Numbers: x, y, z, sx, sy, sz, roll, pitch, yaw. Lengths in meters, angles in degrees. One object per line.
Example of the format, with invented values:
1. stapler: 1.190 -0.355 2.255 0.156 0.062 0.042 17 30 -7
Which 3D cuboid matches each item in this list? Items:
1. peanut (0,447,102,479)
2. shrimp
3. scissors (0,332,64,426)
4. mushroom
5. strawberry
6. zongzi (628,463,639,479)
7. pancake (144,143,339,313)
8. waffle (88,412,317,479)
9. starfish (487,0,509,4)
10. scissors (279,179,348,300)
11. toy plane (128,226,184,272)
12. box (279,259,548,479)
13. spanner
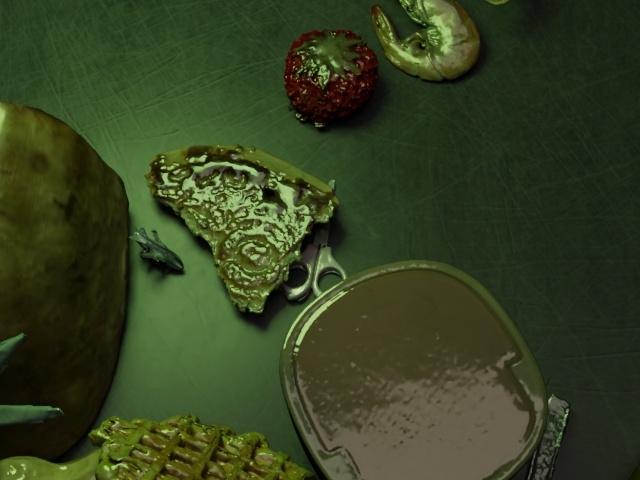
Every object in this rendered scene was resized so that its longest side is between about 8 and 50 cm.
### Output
1. peanut: -0.314 0.302 1.331 0.275 0.111 0.125 -15 99 -9
2. shrimp: 0.135 -0.325 1.670 0.133 0.053 0.236 -42 74 4
3. scissors: -0.456 0.210 1.291 0.383 0.029 0.256 -20 88 22
4. mushroom: -0.366 0.063 1.357 0.224 0.313 0.397 -3 70 2
5. strawberry: 0.012 -0.238 1.601 0.145 0.086 0.145 1 64 -2
6. zongzi: 0.377 0.296 1.341 0.228 0.115 0.256 -13 59 -1
7. pancake: -0.107 -0.015 1.517 0.266 0.057 0.244 -1 70 7
8. waffle: -0.119 0.273 1.273 0.291 0.291 0.051 26 105 12
9. starfish: 0.300 -0.490 1.712 0.327 0.094 0.375 14 59 -5
10. scissors: 0.000 0.000 1.530 0.100 0.015 0.189 10 63 3
11. toy plane: -0.217 0.014 1.504 0.083 0.078 0.031 42 112 -11
12. box: 0.103 0.200 1.326 0.301 0.216 0.301 0 63 1
13. spanner: 0.247 0.336 1.367 0.093 0.026 0.325 17 64 9
